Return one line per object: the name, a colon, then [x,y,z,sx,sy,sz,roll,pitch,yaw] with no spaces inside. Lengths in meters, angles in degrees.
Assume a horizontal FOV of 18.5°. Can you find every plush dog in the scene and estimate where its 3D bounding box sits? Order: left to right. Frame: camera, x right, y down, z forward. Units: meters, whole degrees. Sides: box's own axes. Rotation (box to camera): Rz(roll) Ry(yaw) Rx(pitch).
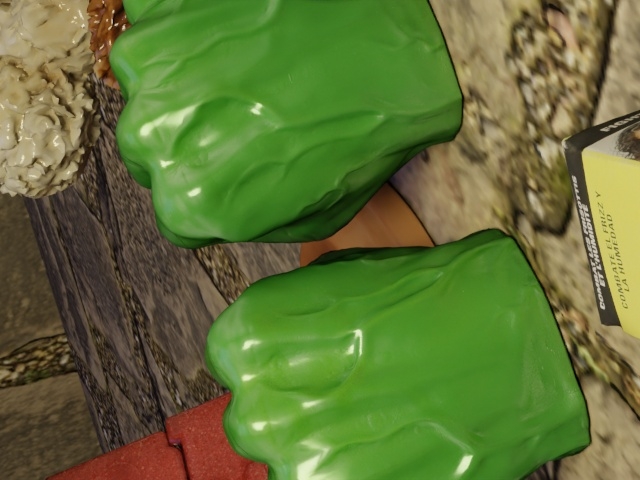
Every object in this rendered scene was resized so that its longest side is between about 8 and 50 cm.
plush dog: [-0.124,-0.177,0.970,0.262,0.210,0.225,62,160,-3]

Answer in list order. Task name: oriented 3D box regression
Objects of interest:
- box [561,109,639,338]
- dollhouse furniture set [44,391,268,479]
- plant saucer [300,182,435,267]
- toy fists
box: [0.143,0.002,0.438,0.232,0.087,0.058,-151,43,-70]
dollhouse furniture set: [-0.004,0.270,0.971,0.201,0.152,0.374,56,-169,-42]
plant saucer: [0.037,0.062,1.011,0.200,0.037,0.200,160,90,-75]
toy fists: [0.000,0.000,0.847,0.096,0.142,0.279,146,103,-75]
